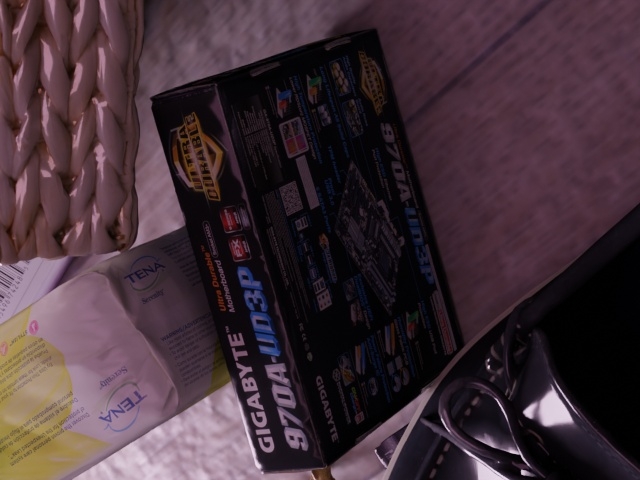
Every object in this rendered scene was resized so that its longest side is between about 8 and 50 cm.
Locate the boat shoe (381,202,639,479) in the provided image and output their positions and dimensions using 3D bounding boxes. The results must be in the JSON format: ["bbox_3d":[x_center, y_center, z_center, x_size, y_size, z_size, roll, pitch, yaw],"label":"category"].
[{"bbox_3d":[0.158,0.097,0.797,0.187,0.156,0.500,44,120,11],"label":"boat shoe"}]

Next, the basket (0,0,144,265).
[{"bbox_3d":[-0.251,-0.169,0.849,0.328,0.266,0.331,-128,39,-63],"label":"basket"}]

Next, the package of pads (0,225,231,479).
[{"bbox_3d":[-0.140,0.082,0.965,0.296,0.229,0.101,-33,87,36],"label":"package of pads"}]

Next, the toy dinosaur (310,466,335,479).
[{"bbox_3d":[0.047,0.209,0.981,0.183,0.053,0.093,26,131,36],"label":"toy dinosaur"}]

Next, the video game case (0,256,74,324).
[{"bbox_3d":[-0.361,0.014,1.148,0.300,0.036,0.329,33,124,-4],"label":"video game case"}]

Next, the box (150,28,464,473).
[{"bbox_3d":[0.000,0.000,0.876,0.051,0.175,0.220,-10,101,34],"label":"box"}]

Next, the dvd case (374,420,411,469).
[{"bbox_3d":[0.152,0.143,0.924,0.221,0.018,0.164,-41,81,37],"label":"dvd case"}]
